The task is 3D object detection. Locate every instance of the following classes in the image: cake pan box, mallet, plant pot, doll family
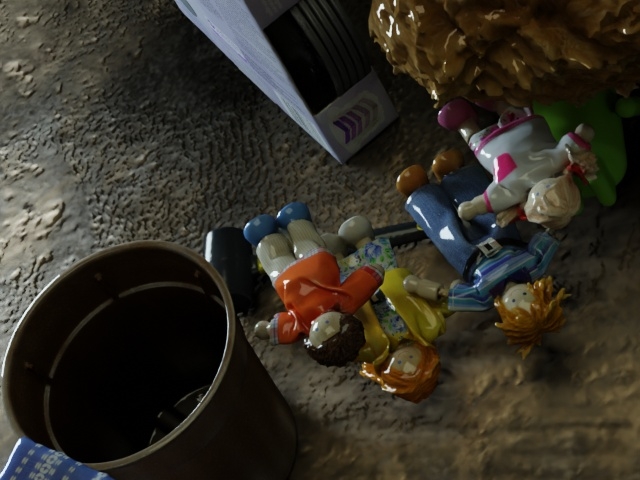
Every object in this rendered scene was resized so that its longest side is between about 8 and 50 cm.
[{"bbox_3d":[-0.067,-0.205,1.293,0.070,0.246,0.267,-41,51,-4],"label":"cake pan box"},{"bbox_3d":[0.000,0.000,1.266,0.190,0.039,0.062,-18,57,8],"label":"mallet"},{"bbox_3d":[-0.104,0.113,1.154,0.167,0.165,0.167,-11,55,17],"label":"plant pot"},{"bbox_3d":[0.085,0.019,1.159,0.263,0.118,0.163,-32,46,4],"label":"doll family"}]

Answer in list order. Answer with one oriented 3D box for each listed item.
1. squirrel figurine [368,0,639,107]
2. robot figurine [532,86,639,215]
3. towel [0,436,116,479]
[{"bbox_3d":[0.240,-0.198,1.125,0.370,0.281,0.397,15,38,8],"label":"squirrel figurine"},{"bbox_3d":[0.181,-0.076,1.208,0.101,0.067,0.115,-17,53,22],"label":"robot figurine"},{"bbox_3d":[-0.118,0.260,0.930,0.336,0.040,0.243,19,66,35],"label":"towel"}]
